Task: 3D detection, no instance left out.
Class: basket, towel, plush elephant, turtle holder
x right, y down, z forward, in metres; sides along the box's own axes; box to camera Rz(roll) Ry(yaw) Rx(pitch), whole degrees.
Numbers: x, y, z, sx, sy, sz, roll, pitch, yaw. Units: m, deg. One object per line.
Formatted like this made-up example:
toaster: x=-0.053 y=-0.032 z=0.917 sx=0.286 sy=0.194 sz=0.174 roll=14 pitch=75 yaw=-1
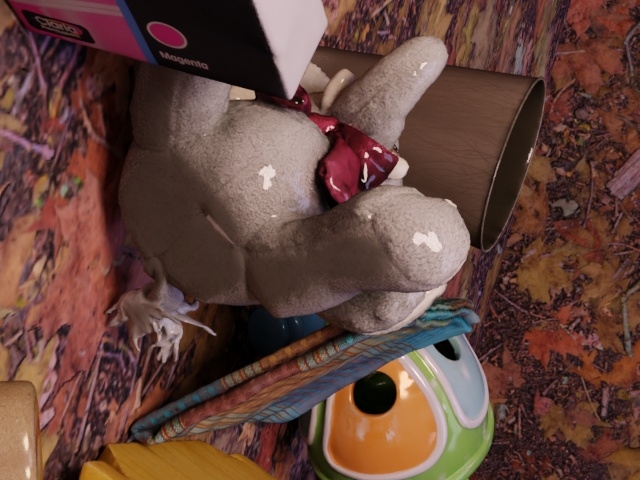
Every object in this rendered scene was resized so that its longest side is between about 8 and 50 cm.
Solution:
basket: x=0.082 y=-0.103 z=1.141 sx=0.204 sy=0.227 sz=0.154 roll=-55 pitch=156 yaw=-44
towel: x=0.005 y=0.125 z=1.145 sx=0.040 sy=0.271 sz=0.370 roll=64 pitch=13 yaw=11
plush elephant: x=-0.005 y=-0.058 z=0.871 sx=0.255 sy=0.272 sz=0.330 roll=-36 pitch=171 yaw=-43
turtle holder: x=0.102 y=0.169 z=1.458 sx=0.320 sy=0.243 sz=0.227 roll=-46 pitch=132 yaw=-40

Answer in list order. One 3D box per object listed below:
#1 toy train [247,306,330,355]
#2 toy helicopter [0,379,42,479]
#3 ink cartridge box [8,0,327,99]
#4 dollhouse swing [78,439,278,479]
toy train: x=0.000 y=0.000 z=1.226 sx=0.143 sy=0.105 sz=0.248 roll=-16 pitch=122 yaw=-55
toy helicopter: x=-0.176 y=0.229 z=0.653 sx=0.235 sy=0.140 sz=0.355 roll=97 pitch=-15 yaw=-54
ink cartridge box: x=-0.114 y=-0.196 z=0.515 sx=0.371 sy=0.176 sz=0.069 roll=70 pitch=40 yaw=-63
dollhouse swing: x=-0.101 y=0.387 z=1.008 sx=0.305 sy=0.315 sz=0.347 roll=-58 pitch=163 yaw=2
